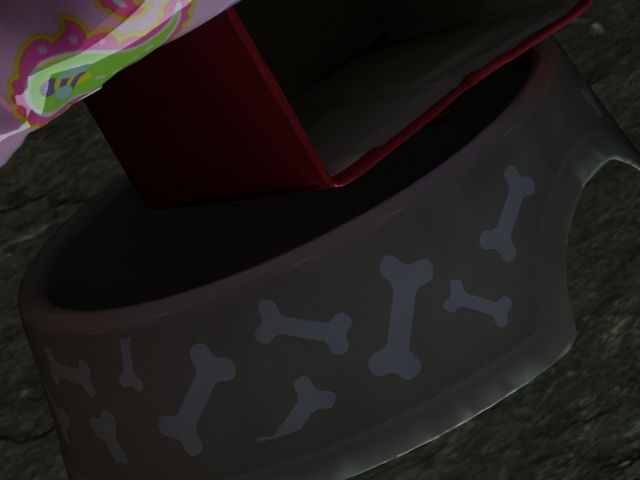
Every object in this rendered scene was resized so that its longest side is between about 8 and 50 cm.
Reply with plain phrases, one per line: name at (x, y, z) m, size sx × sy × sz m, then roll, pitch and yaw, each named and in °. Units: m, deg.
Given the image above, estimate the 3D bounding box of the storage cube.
storage cube at (-0.022, -0.144, 0.928) m, size 0.183 × 0.215 × 0.193 m, roll -37°, pitch -165°, yaw -26°

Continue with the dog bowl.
dog bowl at (0.000, 0.000, 0.997) m, size 0.348 × 0.102 × 0.349 m, roll -23°, pitch -161°, yaw 9°

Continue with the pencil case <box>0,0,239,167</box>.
pencil case at (-0.062, -0.136, 0.736) m, size 0.284 × 0.124 × 0.124 m, roll -36°, pitch -172°, yaw -10°
